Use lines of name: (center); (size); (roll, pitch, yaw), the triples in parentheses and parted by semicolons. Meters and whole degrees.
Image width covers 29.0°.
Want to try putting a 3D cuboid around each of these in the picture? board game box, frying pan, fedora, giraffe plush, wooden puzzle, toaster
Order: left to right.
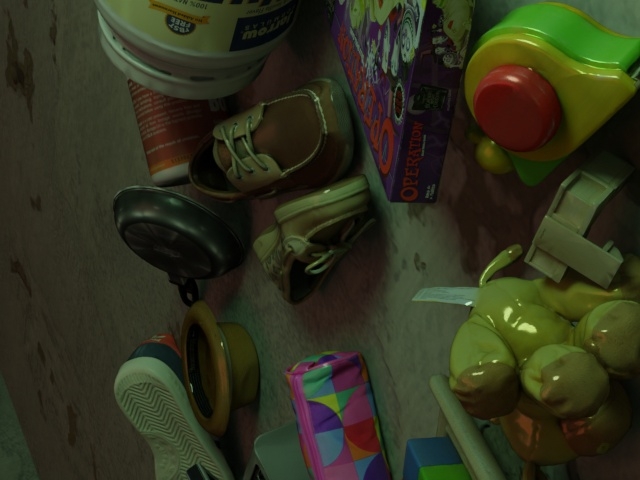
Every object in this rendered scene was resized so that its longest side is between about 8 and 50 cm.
frying pan: (-0.223, 0.017, 1.750); (0.326, 0.197, 0.053); (-43, 21, 58)
fedora: (-0.137, 0.178, 1.751); (0.194, 0.079, 0.194); (174, 90, -65)
toaster: (-0.026, 0.343, 1.571); (0.185, 0.110, 0.168); (59, 150, 31)
board game box: (0.061, -0.214, 1.093); (0.346, 0.056, 0.208); (-105, 14, -53)
wooden puzzle: (0.135, 0.354, 1.200); (0.322, 0.081, 0.347); (-117, 24, -60)
giraffe plush: (0.187, 0.120, 1.017); (0.210, 0.181, 0.170); (14, 136, 50)

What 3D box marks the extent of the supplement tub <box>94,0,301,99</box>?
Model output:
supplement tub: (-0.118, -0.330, 1.304); (0.235, 0.235, 0.325); (62, 150, 29)

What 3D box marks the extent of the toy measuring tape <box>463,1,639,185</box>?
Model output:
toy measuring tape: (0.194, -0.152, 0.903); (0.330, 0.121, 0.121); (-49, 58, 52)

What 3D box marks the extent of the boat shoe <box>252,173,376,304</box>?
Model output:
boat shoe: (0.000, 0.000, 1.388); (0.285, 0.105, 0.089); (133, 116, -71)

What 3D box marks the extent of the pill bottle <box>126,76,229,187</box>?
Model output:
pill bottle: (-0.188, -0.187, 1.637); (0.121, 0.121, 0.216); (-18, 85, 64)

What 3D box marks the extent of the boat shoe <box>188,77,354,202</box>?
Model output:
boat shoe: (-0.064, -0.101, 1.434); (0.324, 0.116, 0.123); (-27, 77, 63)

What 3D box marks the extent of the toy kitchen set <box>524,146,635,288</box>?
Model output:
toy kitchen set: (0.217, -0.011, 0.970); (0.068, 0.075, 0.083); (34, 134, 17)

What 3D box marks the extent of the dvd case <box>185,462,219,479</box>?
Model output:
dvd case: (-0.092, 0.430, 1.708); (0.179, 0.030, 0.238); (51, -178, -43)

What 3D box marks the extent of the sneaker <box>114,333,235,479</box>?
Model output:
sneaker: (-0.200, 0.298, 1.912); (0.148, 0.131, 0.350); (-74, -30, -60)

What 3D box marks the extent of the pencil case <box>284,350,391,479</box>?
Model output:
pencil case: (0.026, 0.246, 1.438); (0.104, 0.104, 0.236); (-17, 85, 64)
